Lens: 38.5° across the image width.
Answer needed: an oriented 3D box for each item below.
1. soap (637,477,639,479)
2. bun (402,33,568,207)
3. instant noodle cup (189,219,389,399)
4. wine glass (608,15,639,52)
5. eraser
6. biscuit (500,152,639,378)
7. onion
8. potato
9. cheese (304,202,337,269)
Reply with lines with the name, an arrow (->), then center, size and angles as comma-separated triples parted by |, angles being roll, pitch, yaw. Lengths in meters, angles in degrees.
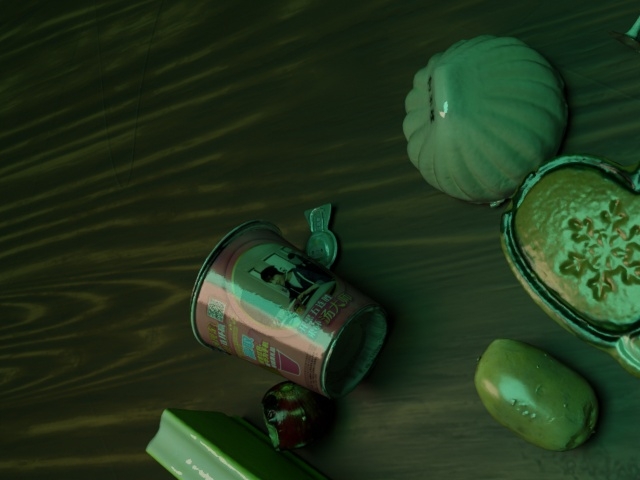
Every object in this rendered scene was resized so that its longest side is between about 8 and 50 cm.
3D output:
soap -> 0.442, 0.329, 1.115 | 0.203, 0.065, 0.122 | -51, 54, 16
bun -> 0.216, -0.194, 1.349 | 0.263, 0.175, 0.263 | -12, 71, 35
instant noodle cup -> -0.041, 0.121, 1.449 | 0.255, 0.244, 0.243 | 28, 96, 31
wine glass -> 0.478, -0.358, 1.261 | 0.066, 0.066, 0.198 | 37, 101, 37
eraser -> -0.113, 0.364, 1.443 | 0.274, 0.210, 0.092 | 25, 94, 36
biscuit -> 0.406, 0.001, 1.211 | 0.344, 0.057, 0.287 | 46, 107, 30
onion -> -0.040, 0.279, 1.472 | 0.118, 0.119, 0.117 | -50, 39, 17
potato -> 0.289, 0.209, 1.236 | 0.178, 0.118, 0.109 | 36, 137, 24
cheese -> 0.000, 0.000, 1.558 | 0.067, 0.026, 0.120 | -16, 69, 33
